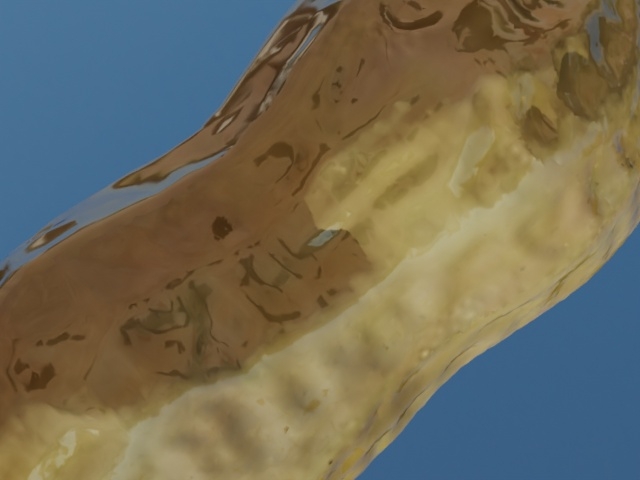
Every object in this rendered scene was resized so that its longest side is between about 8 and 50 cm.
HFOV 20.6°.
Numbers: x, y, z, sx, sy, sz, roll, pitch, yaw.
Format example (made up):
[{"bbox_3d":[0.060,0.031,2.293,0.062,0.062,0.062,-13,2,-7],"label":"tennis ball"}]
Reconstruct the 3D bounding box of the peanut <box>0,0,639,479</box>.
[{"bbox_3d":[0.000,0.000,0.571,0.313,0.149,0.149,-39,-138,-18],"label":"peanut"}]
